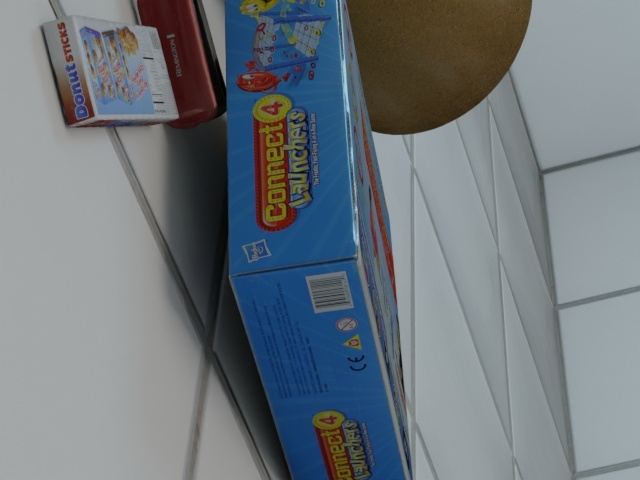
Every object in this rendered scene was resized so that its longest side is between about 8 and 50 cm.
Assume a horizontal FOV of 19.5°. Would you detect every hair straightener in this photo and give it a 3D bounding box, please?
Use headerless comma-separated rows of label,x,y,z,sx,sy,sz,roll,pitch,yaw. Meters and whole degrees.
hair straightener,-0.113,-0.193,1.315,0.089,0.047,0.230,-35,106,-78

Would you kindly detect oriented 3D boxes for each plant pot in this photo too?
plant pot,0.028,-0.239,1.637,0.254,0.237,0.237,23,52,-57

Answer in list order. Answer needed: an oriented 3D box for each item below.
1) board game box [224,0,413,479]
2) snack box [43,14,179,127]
board game box,0.000,0.000,1.384,0.308,0.086,0.302,76,8,-48
snack box,-0.128,-0.104,1.170,0.178,0.022,0.064,-19,96,-78
